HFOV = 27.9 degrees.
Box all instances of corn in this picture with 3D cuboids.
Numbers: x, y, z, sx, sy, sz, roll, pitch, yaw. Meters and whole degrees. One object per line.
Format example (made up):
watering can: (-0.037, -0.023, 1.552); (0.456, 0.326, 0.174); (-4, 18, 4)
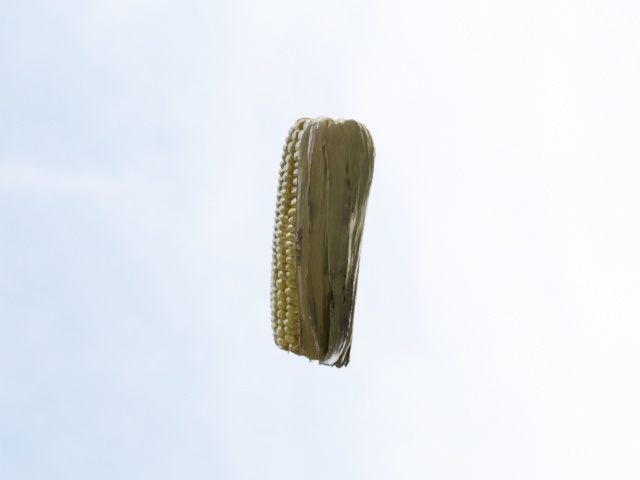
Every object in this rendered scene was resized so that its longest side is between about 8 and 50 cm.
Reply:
corn: (0.005, 0.000, 1.558); (0.122, 0.123, 0.305); (-6, -74, -39)
